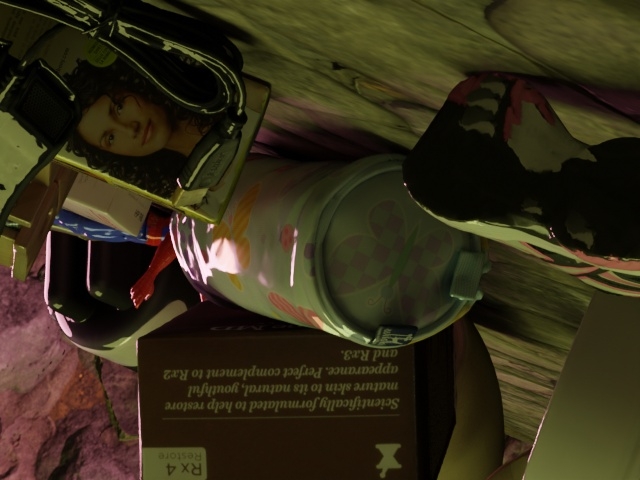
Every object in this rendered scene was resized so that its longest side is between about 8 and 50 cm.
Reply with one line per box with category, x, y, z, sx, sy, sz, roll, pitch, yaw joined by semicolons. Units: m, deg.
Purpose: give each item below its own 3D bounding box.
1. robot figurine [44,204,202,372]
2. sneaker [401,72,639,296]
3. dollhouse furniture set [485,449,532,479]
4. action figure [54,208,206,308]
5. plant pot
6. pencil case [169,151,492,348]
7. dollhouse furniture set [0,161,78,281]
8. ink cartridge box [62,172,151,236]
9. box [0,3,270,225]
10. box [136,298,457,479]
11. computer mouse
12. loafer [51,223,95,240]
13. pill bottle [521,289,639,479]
robot figurine;-0.176;0.057;2.086;0.209;0.174;0.278;31;-179;41
sneaker;0.106;-0.010;0.818;0.077;0.072;0.178;41;177;-38
dollhouse furniture set;0.117;0.177;1.556;0.174;0.355;0.303;55;-163;19
action figure;-0.183;0.022;1.785;0.280;0.139;0.091;2;172;6
plant pot;0.060;0.137;1.779;0.256;0.256;0.274;21;157;6
pencil case;0.000;0.000;1.231;0.124;0.113;0.273;1;-177;-24
dollhouse furniture set;-0.252;-0.082;1.454;0.129;0.129;0.184;22;154;1
ink cartridge box;-0.210;-0.057;1.703;0.180;0.060;0.104;21;173;13
box;-0.150;-0.090;1.105;0.232;0.087;0.058;21;176;0
box;-0.004;0.109;1.436;0.191;0.143;0.381;-1;-174;7
computer mouse;-0.150;-0.056;1.039;0.184;0.060;0.262;24;131;-17
loafer;-0.296;-0.052;1.890;0.251;0.094;0.087;21;170;7
pill bottle;0.306;0.153;0.935;0.407;0.229;0.229;21;174;12
